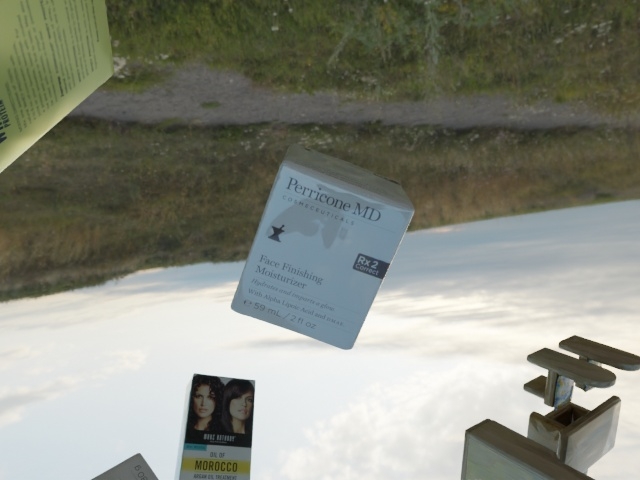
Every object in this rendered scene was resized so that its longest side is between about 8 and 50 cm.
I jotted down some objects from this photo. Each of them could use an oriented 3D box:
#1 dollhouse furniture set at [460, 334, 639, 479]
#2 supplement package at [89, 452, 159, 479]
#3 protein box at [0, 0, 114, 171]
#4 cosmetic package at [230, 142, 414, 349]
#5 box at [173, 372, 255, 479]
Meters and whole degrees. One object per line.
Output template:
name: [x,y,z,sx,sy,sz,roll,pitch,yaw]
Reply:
dollhouse furniture set: [0.299,0.253,0.560,0.242,0.212,0.161,-8,-165,-37]
supplement package: [-0.236,0.340,0.369,0.293,0.177,0.175,-15,142,-53]
protein box: [-0.260,-0.169,0.324,0.136,0.201,0.199,18,138,2]
cosmetic package: [0.000,0.000,0.603,0.151,0.183,0.151,19,-162,-5]
box: [-0.152,0.320,0.711,0.101,0.244,0.060,12,142,-19]
